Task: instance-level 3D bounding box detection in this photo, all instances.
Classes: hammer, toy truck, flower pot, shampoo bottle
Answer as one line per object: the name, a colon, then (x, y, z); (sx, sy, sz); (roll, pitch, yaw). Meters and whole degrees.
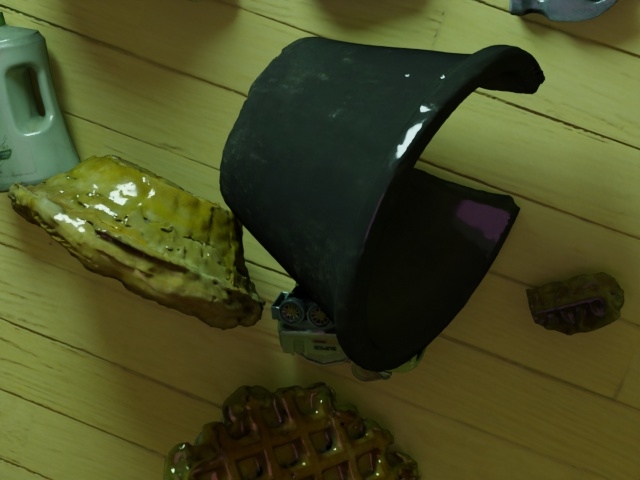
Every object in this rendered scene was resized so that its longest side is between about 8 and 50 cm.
hammer: (0.287, -0.380, 1.577); (0.137, 0.037, 0.289); (8, 109, 12)
toy truck: (0.038, 0.111, 1.767); (0.191, 0.085, 0.116); (5, 117, 14)
flower pot: (0.044, -0.071, 1.591); (0.251, 0.379, 0.379); (29, 112, 23)
shampoo bottle: (-0.376, -0.183, 1.781); (0.118, 0.087, 0.234); (-10, 104, 14)

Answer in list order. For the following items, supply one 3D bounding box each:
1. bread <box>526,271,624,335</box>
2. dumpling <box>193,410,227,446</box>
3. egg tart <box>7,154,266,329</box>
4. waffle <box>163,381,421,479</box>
bread: (0.300, 0.075, 1.703); (0.110, 0.060, 0.066); (-15, 73, 17)
dumpling: (-0.109, 0.313, 1.841); (0.118, 0.136, 0.199); (-16, 93, 41)
egg tart: (-0.198, -0.011, 1.680); (0.341, 0.341, 0.129); (26, 92, 5)
waffle: (-0.037, 0.321, 1.776); (0.325, 0.068, 0.302); (29, 79, -17)
